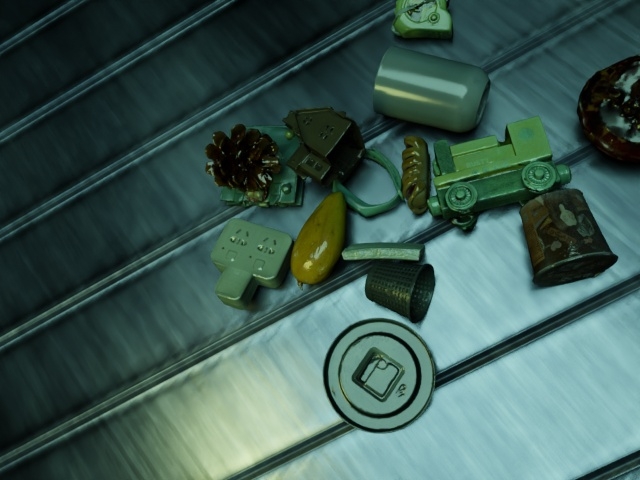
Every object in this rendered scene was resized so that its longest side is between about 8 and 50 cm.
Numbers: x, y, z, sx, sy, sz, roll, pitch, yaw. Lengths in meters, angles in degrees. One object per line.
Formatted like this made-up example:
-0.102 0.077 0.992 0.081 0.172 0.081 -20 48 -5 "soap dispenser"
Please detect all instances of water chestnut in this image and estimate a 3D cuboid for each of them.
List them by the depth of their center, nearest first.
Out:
0.838 -0.351 1.595 0.300 0.300 0.300 -4 75 14 "water chestnut"

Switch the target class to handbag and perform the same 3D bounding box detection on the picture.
-0.181 -0.244 1.938 0.269 0.100 0.274 5 76 16 "handbag"

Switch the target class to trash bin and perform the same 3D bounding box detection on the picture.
0.220 0.131 1.707 0.161 0.175 0.175 15 80 31 "trash bin"

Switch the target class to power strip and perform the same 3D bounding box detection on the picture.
-0.220 0.088 1.865 0.230 0.141 0.261 16 66 18 "power strip"

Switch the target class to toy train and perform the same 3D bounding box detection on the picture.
0.488 -0.190 1.715 0.397 0.160 0.253 -14 66 11 "toy train"

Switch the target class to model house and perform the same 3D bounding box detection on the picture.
-0.026 -0.293 1.798 0.243 0.211 0.204 36 84 25 "model house"

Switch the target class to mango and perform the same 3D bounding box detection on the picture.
0.000 0.000 1.795 0.176 0.119 0.316 0 68 60 "mango"

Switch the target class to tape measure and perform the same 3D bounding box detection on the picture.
0.326 -0.726 1.923 0.200 0.106 0.175 4 91 18 "tape measure"

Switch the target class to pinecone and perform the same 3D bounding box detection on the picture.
-0.230 -0.245 1.803 0.229 0.201 0.202 2 103 -11 "pinecone"

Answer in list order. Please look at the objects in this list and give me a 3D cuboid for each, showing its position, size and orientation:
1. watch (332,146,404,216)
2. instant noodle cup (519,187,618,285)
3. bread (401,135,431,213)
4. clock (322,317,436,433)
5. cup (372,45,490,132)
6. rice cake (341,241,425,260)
0.149 -0.176 1.851 0.237 0.068 0.195 40 86 25 "watch"
0.644 -0.010 1.600 0.218 0.217 0.207 -16 66 11 "instant noodle cup"
0.281 -0.199 1.782 0.081 0.134 0.225 -1 73 17 "bread"
0.166 0.379 1.697 0.319 0.066 0.318 -4 74 15 "clock"
0.331 -0.443 1.793 0.312 0.205 0.205 19 82 18 "cup"
0.183 0.031 1.758 0.237 0.127 0.043 0 97 14 "rice cake"
